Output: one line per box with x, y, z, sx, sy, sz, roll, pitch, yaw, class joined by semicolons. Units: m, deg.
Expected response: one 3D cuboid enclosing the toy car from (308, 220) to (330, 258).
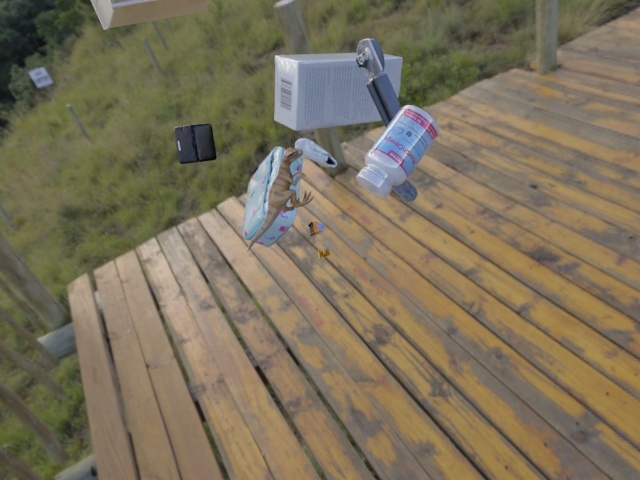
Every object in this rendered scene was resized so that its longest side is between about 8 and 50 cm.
0.000;0.000;1.340;0.040;0.060;0.122;-10;66;-13;toy car

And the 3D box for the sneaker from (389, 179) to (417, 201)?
0.245;-0.223;1.810;0.083;0.222;0.118;-41;10;-7;sneaker

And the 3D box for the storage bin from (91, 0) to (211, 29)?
-0.395;-0.631;1.116;0.262;0.261;0.123;-26;8;-29;storage bin

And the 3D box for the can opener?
0.192;-0.466;1.500;0.095;0.284;0.076;-26;3;-28;can opener

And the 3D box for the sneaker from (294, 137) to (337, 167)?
-0.009;-0.260;1.505;0.061;0.152;0.054;28;95;52;sneaker

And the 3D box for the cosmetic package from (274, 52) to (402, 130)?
0.066;-0.544;1.813;0.453;0.230;0.161;-14;32;-31;cosmetic package

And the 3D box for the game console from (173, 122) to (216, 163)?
-0.415;-0.320;1.677;0.107;0.122;0.071;-3;11;23;game console

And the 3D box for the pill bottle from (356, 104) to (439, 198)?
0.137;-0.158;0.916;0.087;0.087;0.160;29;80;46;pill bottle

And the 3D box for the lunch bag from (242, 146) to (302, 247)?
-0.145;-0.140;1.538;0.224;0.107;0.279;-41;39;49;lunch bag

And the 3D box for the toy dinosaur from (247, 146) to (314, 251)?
-0.080;-0.078;0.984;0.064;0.112;0.212;26;98;44;toy dinosaur
